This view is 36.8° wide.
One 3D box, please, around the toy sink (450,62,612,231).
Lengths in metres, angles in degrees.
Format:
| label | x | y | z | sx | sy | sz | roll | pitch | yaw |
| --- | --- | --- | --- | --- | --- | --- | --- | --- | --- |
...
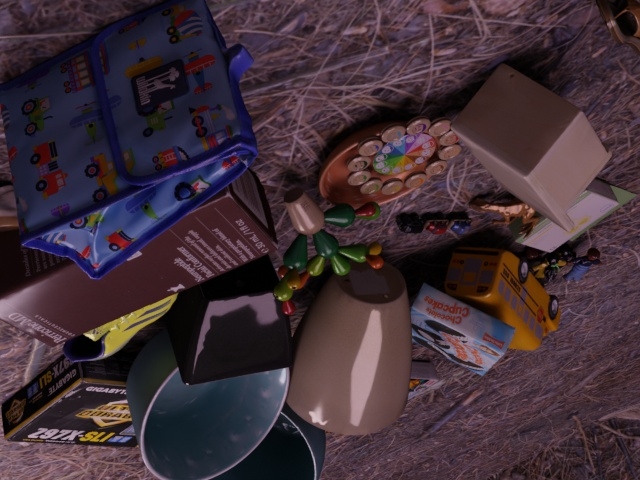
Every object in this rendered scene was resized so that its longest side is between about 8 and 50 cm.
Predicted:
| label | x | y | z | sx | sy | sz | roll | pitch | yaw |
| --- | --- | --- | --- | --- | --- | --- | --- | --- | --- |
| toy sink | 0.324 | -0.135 | 1.422 | 0.131 | 0.153 | 0.234 | -51 | 144 | 3 |

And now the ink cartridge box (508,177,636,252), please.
| label | x | y | z | sx | sy | sz | roll | pitch | yaw |
| --- | --- | --- | --- | --- | --- | --- | --- | --- | --- |
| ink cartridge box | 0.488 | -0.043 | 1.818 | 0.235 | 0.056 | 0.171 | 14 | 136 | -43 |

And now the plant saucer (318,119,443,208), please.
| label | x | y | z | sx | sy | sz | roll | pitch | yaw |
| --- | --- | --- | --- | --- | --- | --- | --- | --- | --- |
| plant saucer | 0.089 | -0.119 | 1.460 | 0.199 | 0.037 | 0.200 | -15 | 152 | -8 |

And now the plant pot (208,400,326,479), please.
| label | x | y | z | sx | sy | sz | roll | pitch | yaw |
| --- | --- | --- | --- | --- | --- | --- | --- | --- | --- |
| plant pot | -0.106 | 0.412 | 2.067 | 0.290 | 0.290 | 0.195 | -39 | -178 | 31 |

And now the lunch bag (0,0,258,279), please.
| label | x | y | z | sx | sy | sz | roll | pitch | yaw |
| --- | --- | --- | --- | --- | --- | --- | --- | --- | --- |
| lunch bag | -0.196 | -0.129 | 1.077 | 0.293 | 0.221 | 0.138 | -28 | 150 | 16 |

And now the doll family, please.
| label | x | y | z | sx | sy | sz | roll | pitch | yaw |
| --- | --- | --- | --- | --- | --- | --- | --- | --- | --- |
| doll family | 0.483 | 0.047 | 1.957 | 0.193 | 0.076 | 0.111 | -11 | 147 | -24 |

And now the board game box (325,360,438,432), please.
| label | x | y | z | sx | sy | sz | roll | pitch | yaw |
| --- | --- | --- | --- | --- | --- | --- | --- | --- | --- |
| board game box | 0.113 | 0.381 | 2.325 | 0.193 | 0.053 | 0.305 | 11 | 139 | -42 |

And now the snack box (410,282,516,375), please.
| label | x | y | z | sx | sy | sz | roll | pitch | yaw |
| --- | --- | --- | --- | --- | --- | --- | --- | --- | --- |
| snack box | 0.264 | 0.180 | 1.875 | 0.060 | 0.187 | 0.322 | -62 | 170 | -12 |

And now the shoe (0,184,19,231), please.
| label | x | y | z | sx | sy | sz | roll | pitch | yaw |
| --- | --- | --- | --- | --- | --- | --- | --- | --- | --- |
| shoe | -0.499 | -0.030 | 1.251 | 0.219 | 0.058 | 0.076 | -9 | -179 | -11 |

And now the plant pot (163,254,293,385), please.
| label | x | y | z | sx | sy | sz | roll | pitch | yaw |
| --- | --- | --- | --- | --- | --- | --- | --- | --- | --- |
| plant pot | -0.148 | 0.097 | 1.562 | 0.187 | 0.188 | 0.167 | -7 | 135 | -20 |

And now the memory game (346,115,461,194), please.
| label | x | y | z | sx | sy | sz | roll | pitch | yaw |
| --- | --- | --- | --- | --- | --- | --- | --- | --- | --- |
| memory game | 0.125 | -0.122 | 1.424 | 0.186 | 0.012 | 0.186 | -15 | 151 | -9 |

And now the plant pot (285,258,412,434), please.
| label | x | y | z | sx | sy | sz | roll | pitch | yaw |
| --- | --- | --- | --- | --- | --- | --- | --- | --- | --- |
| plant pot | 0.067 | 0.174 | 1.775 | 0.256 | 0.256 | 0.274 | -7 | 133 | -22 |

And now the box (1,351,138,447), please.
| label | x | y | z | sx | sy | sz | roll | pitch | yaw |
| --- | --- | --- | --- | --- | --- | --- | --- | --- | --- |
| box | -0.411 | 0.312 | 1.867 | 0.257 | 0.079 | 0.322 | -35 | 148 | 29 |

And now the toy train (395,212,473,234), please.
| label | x | y | z | sx | sy | sz | roll | pitch | yaw |
| --- | --- | --- | --- | --- | --- | --- | --- | --- | --- |
| toy train | 0.204 | -0.028 | 1.687 | 0.158 | 0.036 | 0.027 | -2 | 147 | -29 |

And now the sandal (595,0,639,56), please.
| label | x | y | z | sx | sy | sz | roll | pitch | yaw |
| --- | --- | --- | --- | --- | --- | --- | --- | --- | --- |
| sandal | 0.425 | -0.300 | 1.314 | 0.049 | 0.072 | 0.180 | -32 | 154 | 32 |

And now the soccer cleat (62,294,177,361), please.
| label | x | y | z | sx | sy | sz | roll | pitch | yaw |
| --- | --- | --- | --- | --- | --- | --- | --- | --- | --- |
| soccer cleat | -0.318 | 0.113 | 1.529 | 0.289 | 0.093 | 0.121 | -43 | 173 | 40 |

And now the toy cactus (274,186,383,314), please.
| label | x | y | z | sx | sy | sz | roll | pitch | yaw |
| --- | --- | --- | --- | --- | --- | --- | --- | --- | --- |
| toy cactus | 0.000 | 0.000 | 1.453 | 0.219 | 0.112 | 0.180 | -36 | 128 | -4 |

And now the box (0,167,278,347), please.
| label | x | y | z | sx | sy | sz | roll | pitch | yaw |
| --- | --- | --- | --- | --- | --- | --- | --- | --- | --- |
| box | -0.273 | -0.003 | 1.340 | 0.381 | 0.143 | 0.191 | -23 | 152 | 10 |

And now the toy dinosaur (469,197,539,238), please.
| label | x | y | z | sx | sy | sz | roll | pitch | yaw |
| --- | --- | --- | --- | --- | --- | --- | --- | --- | --- |
| toy dinosaur | 0.371 | -0.060 | 1.706 | 0.211 | 0.064 | 0.112 | -15 | 150 | -9 |

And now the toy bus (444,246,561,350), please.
| label | x | y | z | sx | sy | sz | roll | pitch | yaw |
| --- | --- | --- | --- | --- | --- | --- | --- | --- | --- |
| toy bus | 0.365 | 0.119 | 1.886 | 0.108 | 0.130 | 0.332 | 2 | 155 | 35 |

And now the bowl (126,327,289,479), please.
| label | x | y | z | sx | sy | sz | roll | pitch | yaw |
| --- | --- | --- | --- | --- | --- | --- | --- | --- | --- |
| bowl | -0.226 | 0.264 | 1.738 | 0.311 | 0.163 | 0.312 | -24 | 131 | -30 |
